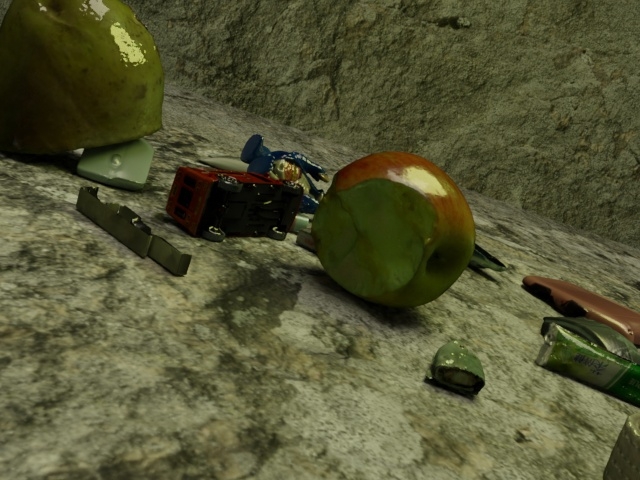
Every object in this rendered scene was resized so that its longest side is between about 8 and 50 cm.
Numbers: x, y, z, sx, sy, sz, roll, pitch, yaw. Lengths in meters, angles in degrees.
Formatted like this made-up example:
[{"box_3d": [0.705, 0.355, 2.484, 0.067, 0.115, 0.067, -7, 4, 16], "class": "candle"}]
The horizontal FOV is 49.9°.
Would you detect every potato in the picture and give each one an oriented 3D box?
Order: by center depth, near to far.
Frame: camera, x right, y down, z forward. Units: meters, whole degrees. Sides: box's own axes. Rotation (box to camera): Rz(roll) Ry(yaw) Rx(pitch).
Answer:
[{"box_3d": [-0.465, -0.312, 1.208, 0.330, 0.280, 0.213, 7, 24, 9], "class": "potato"}]

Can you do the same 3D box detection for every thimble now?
[{"box_3d": [0.367, 0.251, 0.743, 0.102, 0.090, 0.115, 23, 16, 26], "class": "thimble"}]

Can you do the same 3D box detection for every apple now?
[{"box_3d": [0.117, -0.012, 1.083, 0.246, 0.246, 0.226, 8, 33, -40], "class": "apple"}]

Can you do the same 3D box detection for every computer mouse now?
[{"box_3d": [0.483, 0.176, 1.211, 0.126, 0.071, 0.231, 16, 14, -15], "class": "computer mouse"}, {"box_3d": [-0.384, -0.161, 1.310, 0.128, 0.079, 0.231, 12, 20, -16], "class": "computer mouse"}]

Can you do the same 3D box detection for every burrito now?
[{"box_3d": [0.180, 0.163, 0.916, 0.074, 0.044, 0.118, 18, 18, 7], "class": "burrito"}]

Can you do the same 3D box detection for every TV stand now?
[{"box_3d": [-0.273, -0.018, 0.992, 0.249, 0.036, 0.042, 30, 16, 34], "class": "TV stand"}]

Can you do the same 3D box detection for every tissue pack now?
[{"box_3d": [0.000, 0.000, 1.295, 0.063, 0.035, 0.083, 27, 18, 26], "class": "tissue pack"}]

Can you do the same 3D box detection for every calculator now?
[{"box_3d": [0.598, 0.146, 1.525, 0.220, 0.048, 0.330, 8, 16, -34], "class": "calculator"}]

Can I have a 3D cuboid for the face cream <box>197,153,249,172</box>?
[{"box_3d": [-0.174, -0.174, 1.680, 0.244, 0.058, 0.092, 19, 19, 18], "class": "face cream"}]

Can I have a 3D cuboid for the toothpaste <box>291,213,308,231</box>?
[{"box_3d": [-0.126, -0.055, 1.336, 0.205, 0.036, 0.056, 13, 17, -9], "class": "toothpaste"}]

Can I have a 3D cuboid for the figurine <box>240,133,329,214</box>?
[{"box_3d": [-0.067, -0.121, 1.517, 0.262, 0.121, 0.164, 37, 32, -28], "class": "figurine"}]

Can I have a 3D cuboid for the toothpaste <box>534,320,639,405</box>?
[{"box_3d": [0.464, 0.212, 1.080, 0.248, 0.078, 0.047, 25, -16, 9], "class": "toothpaste"}]

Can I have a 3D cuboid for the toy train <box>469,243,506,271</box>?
[{"box_3d": [0.351, 0.029, 1.622, 0.052, 0.051, 0.234, 11, 20, -30], "class": "toy train"}]

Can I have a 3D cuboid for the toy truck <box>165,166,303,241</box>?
[{"box_3d": [-0.142, -0.069, 1.212, 0.114, 0.107, 0.253, 29, 17, 30], "class": "toy truck"}]
